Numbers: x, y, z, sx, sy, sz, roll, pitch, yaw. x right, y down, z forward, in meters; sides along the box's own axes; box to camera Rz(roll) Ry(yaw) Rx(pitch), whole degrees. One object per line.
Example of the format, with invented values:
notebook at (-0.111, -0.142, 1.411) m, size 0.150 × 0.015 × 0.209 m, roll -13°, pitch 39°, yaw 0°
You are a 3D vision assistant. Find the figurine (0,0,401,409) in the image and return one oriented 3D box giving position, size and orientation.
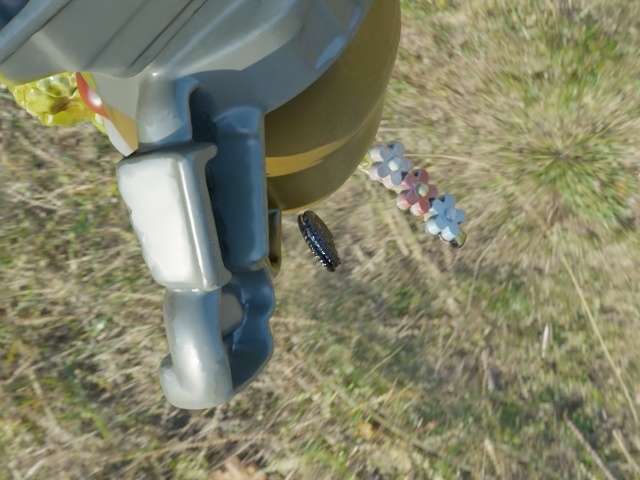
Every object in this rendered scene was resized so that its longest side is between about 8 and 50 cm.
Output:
figurine at (-0.051, -0.107, 0.604) m, size 0.167 × 0.285 × 0.342 m, roll 17°, pitch 76°, yaw 25°

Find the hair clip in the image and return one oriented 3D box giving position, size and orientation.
hair clip at (0.105, -0.064, 1.601) m, size 0.214 × 0.056 × 0.062 m, roll 37°, pitch 64°, yaw -16°

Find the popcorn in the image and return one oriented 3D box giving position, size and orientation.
popcorn at (-0.344, -0.279, 1.991) m, size 0.271 × 0.258 × 0.224 m, roll -5°, pitch 57°, yaw 10°

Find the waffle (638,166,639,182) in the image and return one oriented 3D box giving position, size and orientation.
waffle at (0.461, -0.089, 1.787) m, size 0.075 × 0.083 × 0.029 m, roll -6°, pitch 134°, yaw 18°

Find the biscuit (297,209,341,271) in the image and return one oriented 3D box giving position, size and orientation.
biscuit at (0.000, 0.000, 1.770) m, size 0.027 × 0.087 × 0.089 m, roll -34°, pitch 87°, yaw 11°
